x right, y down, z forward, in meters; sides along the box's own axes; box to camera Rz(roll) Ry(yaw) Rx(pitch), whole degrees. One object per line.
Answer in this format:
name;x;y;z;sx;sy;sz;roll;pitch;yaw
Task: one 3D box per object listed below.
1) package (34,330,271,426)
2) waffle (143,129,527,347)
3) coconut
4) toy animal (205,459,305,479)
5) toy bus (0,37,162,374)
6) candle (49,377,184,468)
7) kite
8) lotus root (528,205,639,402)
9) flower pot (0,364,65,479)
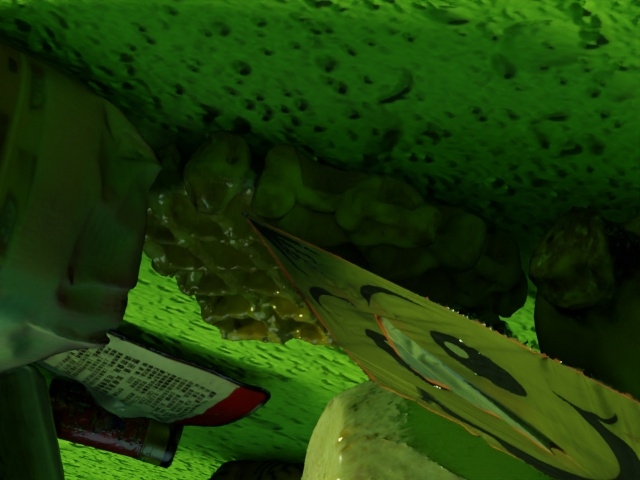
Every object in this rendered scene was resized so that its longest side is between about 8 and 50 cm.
package;-0.172;0.100;1.546;0.239;0.030;0.154;25;157;-19
waffle;0.000;0.001;1.161;0.229;0.057;0.219;1;156;26
coconut;0.102;0.205;1.408;0.237;0.237;0.197;16;123;-7
toy animal;-0.074;0.232;1.764;0.255;0.116;0.114;3;134;38
toy bus;-0.242;-0.001;1.169;0.162;0.171;0.386;20;157;-32
candle;-0.182;0.151;1.657;0.130;0.052;0.052;18;158;-7
kite;0.085;0.078;1.102;0.327;0.013;0.377;37;167;-13
lotus root;0.209;0.069;1.097;0.154;0.140;0.257;-21;140;39
flower pot;-0.348;0.192;1.626;0.239;0.209;0.189;22;160;-26
